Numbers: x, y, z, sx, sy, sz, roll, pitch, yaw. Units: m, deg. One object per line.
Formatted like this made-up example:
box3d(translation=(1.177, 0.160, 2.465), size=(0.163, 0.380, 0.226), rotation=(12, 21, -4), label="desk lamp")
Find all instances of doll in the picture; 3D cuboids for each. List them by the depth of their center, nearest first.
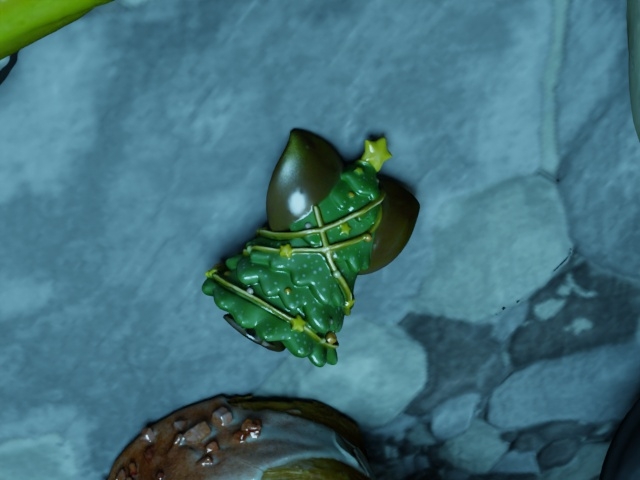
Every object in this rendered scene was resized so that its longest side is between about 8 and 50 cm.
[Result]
box3d(translation=(0.000, 0.007, 0.614), size=(0.078, 0.076, 0.113), rotation=(29, 115, -23), label="doll")

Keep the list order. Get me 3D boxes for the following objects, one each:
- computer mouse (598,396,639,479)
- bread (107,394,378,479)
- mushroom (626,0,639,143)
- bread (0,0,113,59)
box3d(translation=(0.267, 0.104, 0.763), size=(0.270, 0.086, 0.137), rotation=(-19, 126, -11), label="computer mouse")
box3d(translation=(-0.042, 0.159, 0.727), size=(0.160, 0.073, 0.160), rotation=(-8, 131, -9), label="bread")
box3d(translation=(0.300, -0.085, 0.484), size=(0.356, 0.315, 0.315), rotation=(-9, 131, 1), label="mushroom")
box3d(translation=(-0.141, -0.135, 0.432), size=(0.384, 0.112, 0.166), rotation=(-26, 133, 4), label="bread")
